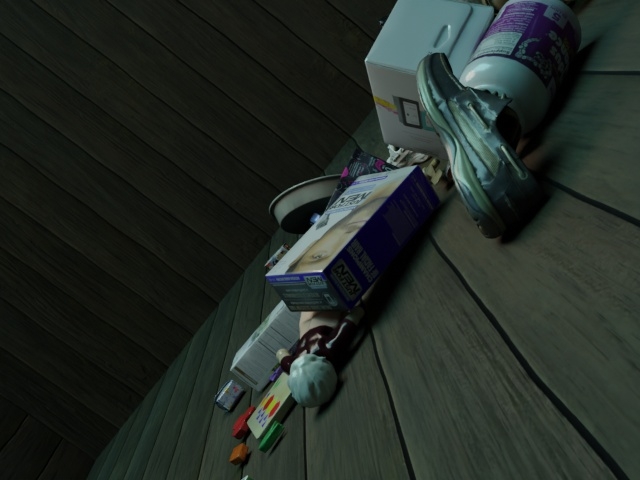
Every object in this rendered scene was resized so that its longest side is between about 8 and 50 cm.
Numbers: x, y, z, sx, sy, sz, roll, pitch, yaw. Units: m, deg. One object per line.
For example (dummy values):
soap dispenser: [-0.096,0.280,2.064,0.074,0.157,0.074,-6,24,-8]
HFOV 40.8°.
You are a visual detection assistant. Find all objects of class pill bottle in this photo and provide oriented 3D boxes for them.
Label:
pill bottle: [0.350,-0.296,1.557,0.301,0.169,0.169,-58,10,-30]

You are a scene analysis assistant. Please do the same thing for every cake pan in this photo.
cake pan: [0.006,-0.093,2.373,0.293,0.293,0.054,-42,57,51]

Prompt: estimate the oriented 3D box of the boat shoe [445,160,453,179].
boat shoe: [0.300,-0.166,1.709,0.137,0.049,0.043,-43,14,27]

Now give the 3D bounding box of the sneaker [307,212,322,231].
sneaker: [0.000,0.000,2.372,0.090,0.081,0.232,-60,-14,-13]

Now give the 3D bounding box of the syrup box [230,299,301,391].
syrup box: [-0.103,0.234,2.038,0.237,0.096,0.093,-51,7,15]

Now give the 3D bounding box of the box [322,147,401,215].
box: [0.094,-0.082,2.053,0.247,0.142,0.163,-64,0,-58]

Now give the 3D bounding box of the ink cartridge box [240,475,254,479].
ink cartridge box: [-0.142,0.464,1.426,0.209,0.062,0.109,-44,11,42]

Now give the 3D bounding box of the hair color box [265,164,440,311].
hair color box: [0.068,-0.004,1.719,0.185,0.110,0.339,-7,35,51]

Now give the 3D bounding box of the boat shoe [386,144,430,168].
boat shoe: [0.224,-0.247,2.250,0.098,0.096,0.277,-56,9,-18]

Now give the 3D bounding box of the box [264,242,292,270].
box: [-0.073,0.079,2.360,0.094,0.137,0.027,-45,11,37]

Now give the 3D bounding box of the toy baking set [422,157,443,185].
toy baking set: [0.216,-0.090,1.902,0.256,0.030,0.197,-53,12,40]

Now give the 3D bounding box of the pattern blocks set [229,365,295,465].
pattern blocks set: [-0.093,0.342,1.782,0.285,0.026,0.325,-53,9,0]

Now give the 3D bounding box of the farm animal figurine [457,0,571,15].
farm animal figurine: [0.485,-0.565,1.878,0.327,0.172,0.330,-18,5,-13]

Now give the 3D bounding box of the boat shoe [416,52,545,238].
boat shoe: [0.257,-0.167,1.366,0.130,0.132,0.355,-25,58,14]

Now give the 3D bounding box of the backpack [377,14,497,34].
backpack: [0.364,-0.533,2.125,0.355,0.290,0.273,-44,-7,6]

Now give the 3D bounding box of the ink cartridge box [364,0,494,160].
ink cartridge box: [0.235,-0.327,1.745,0.198,0.197,0.270,-62,-24,-22]

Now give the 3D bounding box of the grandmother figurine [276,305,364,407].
grandmother figurine: [0.002,0.196,1.653,0.208,0.104,0.342,-45,14,24]

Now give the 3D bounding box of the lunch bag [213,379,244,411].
lunch bag: [-0.238,0.402,2.221,0.071,0.053,0.083,-54,0,-17]
